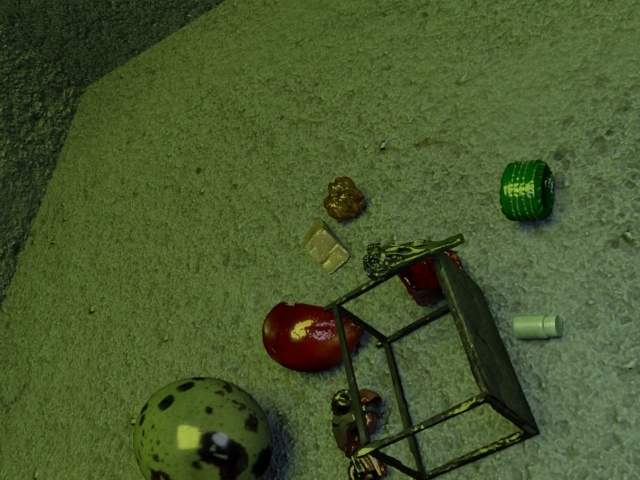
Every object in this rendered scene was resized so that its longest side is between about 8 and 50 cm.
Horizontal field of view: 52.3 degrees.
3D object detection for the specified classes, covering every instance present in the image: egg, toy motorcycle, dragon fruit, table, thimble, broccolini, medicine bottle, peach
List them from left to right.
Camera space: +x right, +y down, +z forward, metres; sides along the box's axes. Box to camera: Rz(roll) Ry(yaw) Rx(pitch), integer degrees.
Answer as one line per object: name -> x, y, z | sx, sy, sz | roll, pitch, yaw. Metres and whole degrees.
egg -> -0.271, 0.452, 1.484 | 0.379, 0.288, 0.287 | 14, 72, 55
peach -> -0.029, 0.232, 1.528 | 0.267, 0.159, 0.153 | 2, 69, 41
toy motorcycle -> 0.088, 0.397, 1.351 | 0.118, 0.084, 0.212 | -31, 53, 21
broccolini -> 0.175, 0.033, 1.227 | 0.203, 0.068, 0.091 | -7, 28, 27
table -> 0.199, 0.240, 1.256 | 0.272, 0.222, 0.335 | -31, 45, 20
dragon fruit -> 0.243, 0.091, 1.429 | 0.147, 0.096, 0.102 | -15, 51, -9
thimble -> 0.433, -0.104, 1.366 | 0.090, 0.118, 0.130 | -3, 79, 37
medicine bottle -> 0.413, 0.165, 1.245 | 0.083, 0.047, 0.047 | -7, 58, 38

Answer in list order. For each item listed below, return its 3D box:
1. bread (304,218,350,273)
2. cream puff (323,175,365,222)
bread -> 0.014, 0.012, 1.733 | 0.077, 0.105, 0.152 | -44, 10, 10
cream puff -> 0.059, -0.112, 1.727 | 0.116, 0.094, 0.122 | 3, 60, 40
